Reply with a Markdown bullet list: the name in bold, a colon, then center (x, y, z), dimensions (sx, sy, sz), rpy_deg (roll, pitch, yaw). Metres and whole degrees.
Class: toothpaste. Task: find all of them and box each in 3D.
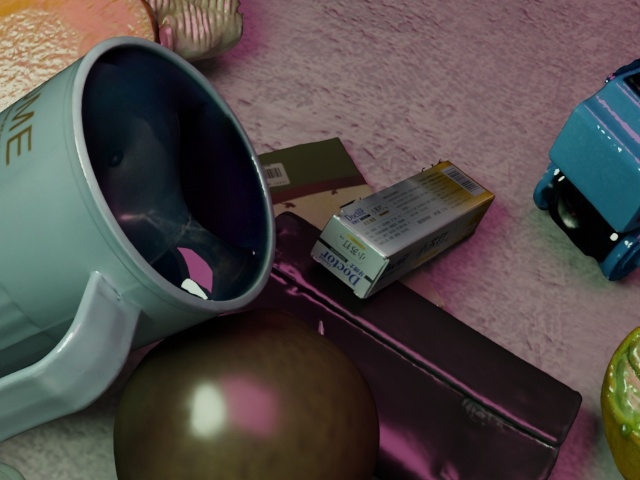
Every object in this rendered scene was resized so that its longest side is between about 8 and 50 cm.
- **toothpaste**: center (0.105, -0.020, 1.488), dimensions (0.089, 0.071, 0.313), rpy_deg (39, 29, 15)

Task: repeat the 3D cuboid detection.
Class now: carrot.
- **carrot**: center (-0.323, -0.184, 1.442), dimensions (0.307, 0.100, 0.258), rpy_deg (-29, 88, -5)

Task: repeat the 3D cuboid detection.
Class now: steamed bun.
- **steamed bun**: center (-0.252, -0.337, 1.614), dimensions (0.280, 0.207, 0.268), rpy_deg (-30, 103, -55)

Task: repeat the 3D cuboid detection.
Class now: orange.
- **orange**: center (0.402, 0.205, 1.400), dimensions (0.179, 0.158, 0.237), rpy_deg (-1, 52, -20)

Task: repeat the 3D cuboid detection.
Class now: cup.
- **cup**: center (-0.233, 0.027, 1.169), dimensions (0.256, 0.311, 0.331), rpy_deg (18, 54, -52)

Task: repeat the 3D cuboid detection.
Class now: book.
- **book**: center (0.000, 0.000, 1.532), dimensions (0.201, 0.026, 0.289), rpy_deg (-14, 57, -25)

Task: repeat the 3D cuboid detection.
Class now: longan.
- **longan**: center (-0.071, 0.185, 1.204), dimensions (0.258, 0.258, 0.258), rpy_deg (9, 49, -10)

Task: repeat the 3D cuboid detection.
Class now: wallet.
- **wallet**: center (0.072, 0.145, 1.389), dimensions (0.406, 0.062, 0.228), rpy_deg (33, 56, 6)

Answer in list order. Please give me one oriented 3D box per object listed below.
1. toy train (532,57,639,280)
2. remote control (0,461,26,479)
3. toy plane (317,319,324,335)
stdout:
- **toy train**: center (0.434, -0.107, 1.606), dimensions (0.300, 0.265, 0.188), rpy_deg (-21, 60, -33)
- **remote control**: center (-0.333, 0.308, 1.154), dimensions (0.097, 0.045, 0.256), rpy_deg (15, 51, -5)
- **toy plane**: center (-0.010, 0.122, 1.332), dimensions (0.084, 0.024, 0.078), rpy_deg (33, 73, -2)
